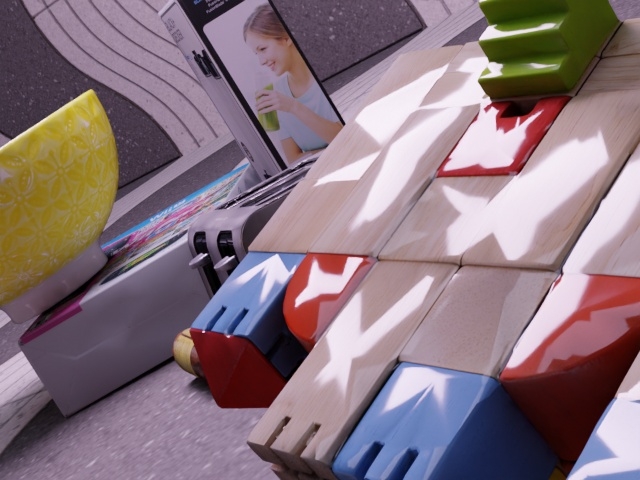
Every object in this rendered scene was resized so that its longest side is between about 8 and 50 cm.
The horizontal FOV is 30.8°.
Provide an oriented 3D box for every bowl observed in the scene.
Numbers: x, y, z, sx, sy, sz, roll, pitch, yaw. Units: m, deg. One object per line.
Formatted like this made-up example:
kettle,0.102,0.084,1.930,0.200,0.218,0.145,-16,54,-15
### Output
bowl,-0.306,-0.010,1.176,0.289,0.156,0.289,-33,12,8

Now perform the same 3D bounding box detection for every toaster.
toaster,0.000,0.000,0.902,0.185,0.110,0.168,-29,10,-17

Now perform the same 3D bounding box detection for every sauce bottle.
sauce bottle,-0.087,0.094,0.931,0.042,0.042,0.128,-34,13,-14

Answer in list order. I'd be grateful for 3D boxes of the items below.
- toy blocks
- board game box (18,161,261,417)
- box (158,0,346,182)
toy blocks,0.086,0.031,0.471,0.381,0.191,0.261,3,50,52
board game box,-0.163,0.039,1.222,0.224,0.098,0.303,-29,11,11
box,-0.054,-0.148,1.235,0.087,0.290,0.169,-33,12,-9
